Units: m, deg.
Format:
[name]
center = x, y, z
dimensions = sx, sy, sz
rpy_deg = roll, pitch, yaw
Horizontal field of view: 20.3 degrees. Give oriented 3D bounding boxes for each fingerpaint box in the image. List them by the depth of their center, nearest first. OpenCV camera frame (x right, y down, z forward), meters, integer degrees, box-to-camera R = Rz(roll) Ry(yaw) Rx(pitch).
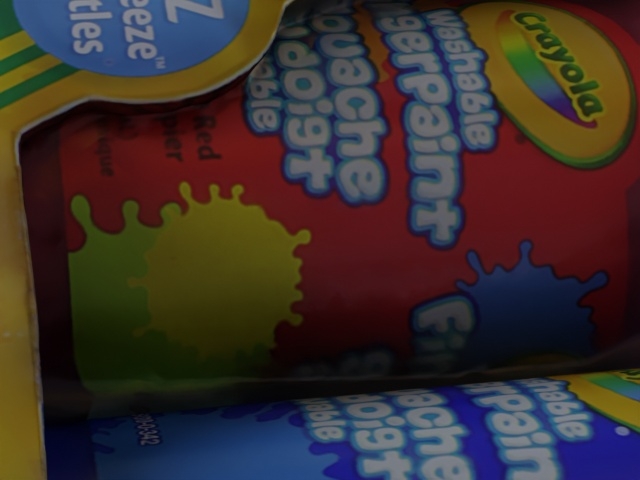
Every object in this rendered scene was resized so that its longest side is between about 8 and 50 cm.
[fingerpaint box]
center = 0.060, 0.102, 0.467
dimensions = 0.163, 0.371, 0.444
rpy_deg = 100, 163, -52
